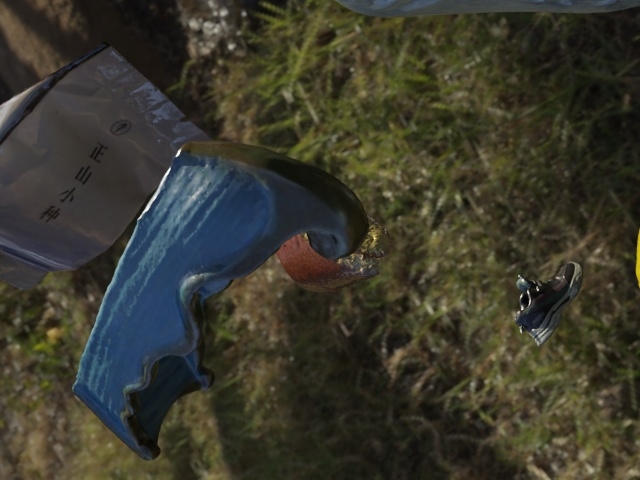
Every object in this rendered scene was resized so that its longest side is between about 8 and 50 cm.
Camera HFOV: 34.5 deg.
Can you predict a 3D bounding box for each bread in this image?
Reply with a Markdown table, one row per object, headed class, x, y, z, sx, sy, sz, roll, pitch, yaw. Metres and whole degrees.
| class | x | y | z | sx | sy | sz | roll | pitch | yaw |
| --- | --- | --- | --- | --- | --- | --- | --- | --- | --- |
| bread | 0.000 | 0.001 | 1.071 | 0.119 | 0.067 | 0.192 | 50 | 160 | 0 |

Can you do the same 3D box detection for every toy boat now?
| class | x | y | z | sx | sy | sz | roll | pitch | yaw |
| --- | --- | --- | --- | --- | --- | --- | --- | --- | --- |
| toy boat | -0.044 | 0.026 | 0.433 | 0.077 | 0.075 | 0.185 | 33 | 133 | 2 |

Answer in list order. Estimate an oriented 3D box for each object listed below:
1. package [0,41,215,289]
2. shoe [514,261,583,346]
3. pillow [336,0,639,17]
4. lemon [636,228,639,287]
| class | x | y | z | sx | sy | sz | roll | pitch | yaw |
| --- | --- | --- | --- | --- | --- | --- | --- | --- | --- |
| package | -0.240 | -0.062 | 0.944 | 0.062 | 0.251 | 0.204 | 56 | -173 | 29 |
| shoe | 0.377 | 0.092 | 1.754 | 0.099 | 0.169 | 0.071 | 30 | 155 | 8 |
| pillow | 0.121 | -0.175 | 0.678 | 0.128 | 0.229 | 0.051 | -55 | -37 | -67 |
| lemon | 0.467 | 0.034 | 1.124 | 0.288 | 0.233 | 0.233 | 69 | 158 | 6 |
